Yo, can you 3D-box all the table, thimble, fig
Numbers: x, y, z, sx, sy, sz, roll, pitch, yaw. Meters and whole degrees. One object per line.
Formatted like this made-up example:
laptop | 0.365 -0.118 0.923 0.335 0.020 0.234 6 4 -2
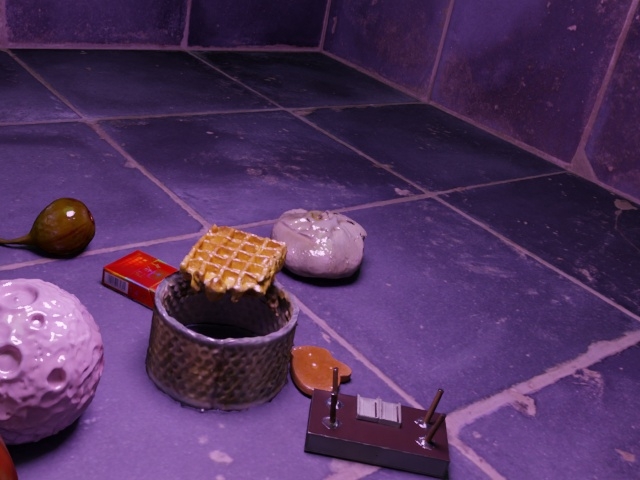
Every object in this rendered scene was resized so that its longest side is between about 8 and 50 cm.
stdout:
table | 0.103 0.298 1.250 0.240 0.111 0.122 11 26 -2
thimble | -0.181 0.168 1.344 0.270 0.150 0.271 10 26 -5
fig | -0.611 -0.020 1.603 0.236 0.124 0.124 -11 30 -4

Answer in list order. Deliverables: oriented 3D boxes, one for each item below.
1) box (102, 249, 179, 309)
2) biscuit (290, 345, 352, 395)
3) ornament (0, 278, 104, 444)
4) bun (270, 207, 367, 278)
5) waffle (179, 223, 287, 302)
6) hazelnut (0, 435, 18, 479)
box | -0.354 0.086 1.545 0.175 0.048 0.112 22 28 20
biscuit | 0.001 0.250 1.401 0.118 0.023 0.140 8 26 -10
ornament | -0.464 0.176 1.127 0.259 0.225 0.259 10 26 -5
bun | 0.000 0.000 1.758 0.239 0.141 0.239 9 24 -4
waffle | -0.161 0.049 1.354 0.160 0.055 0.211 14 26 6
hazelnut | -0.530 0.276 0.828 0.365 0.366 0.366 10 27 -5
